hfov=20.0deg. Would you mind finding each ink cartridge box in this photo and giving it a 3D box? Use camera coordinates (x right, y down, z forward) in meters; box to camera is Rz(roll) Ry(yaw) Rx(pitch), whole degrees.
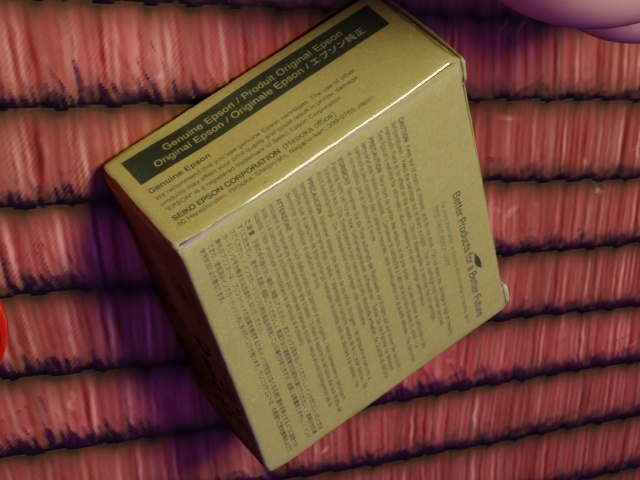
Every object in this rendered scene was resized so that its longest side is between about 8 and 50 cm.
[{"bbox_3d":[0.000,0.000,1.070,0.193,0.088,0.235,-34,142,-15],"label":"ink cartridge box"}]

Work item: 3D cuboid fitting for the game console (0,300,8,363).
[{"bbox_3d":[-0.345,0.036,0.824,0.342,0.060,0.386,-32,141,-7],"label":"game console"}]

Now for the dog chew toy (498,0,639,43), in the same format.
[{"bbox_3d":[0.136,-0.201,0.920,0.206,0.206,0.332,-47,151,5],"label":"dog chew toy"}]
